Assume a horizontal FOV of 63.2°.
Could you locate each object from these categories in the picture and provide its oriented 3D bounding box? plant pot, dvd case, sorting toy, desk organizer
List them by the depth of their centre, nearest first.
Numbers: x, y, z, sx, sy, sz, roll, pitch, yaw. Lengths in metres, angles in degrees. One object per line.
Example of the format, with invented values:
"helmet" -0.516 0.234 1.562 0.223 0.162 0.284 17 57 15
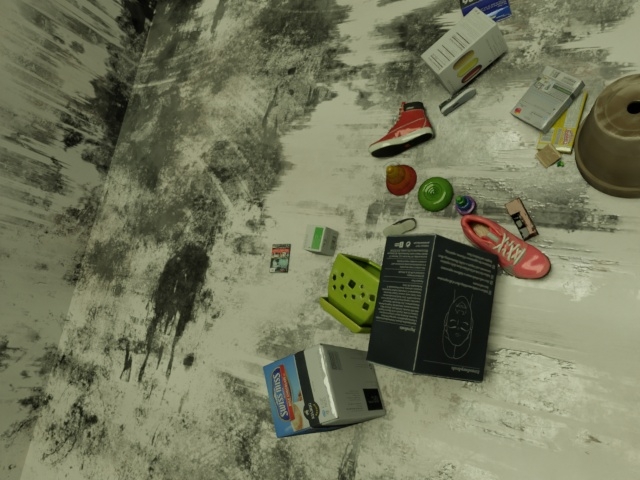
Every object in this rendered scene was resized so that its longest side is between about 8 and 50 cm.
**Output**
"plant pot" 0.871 -0.310 1.446 0.323 0.280 0.323 -10 71 29
"desk organizer" 0.638 -0.067 1.652 0.050 0.047 0.130 -29 63 23
"sorting toy" 0.735 -0.261 1.659 0.083 0.012 0.062 54 129 10
"plant pot" 0.147 0.191 1.770 0.227 0.228 0.207 34 100 33
"sorting toy" 0.359 -0.187 1.805 0.366 0.126 0.127 29 92 34
"dvd case" -0.163 0.072 2.107 0.087 0.013 0.119 -3 74 30

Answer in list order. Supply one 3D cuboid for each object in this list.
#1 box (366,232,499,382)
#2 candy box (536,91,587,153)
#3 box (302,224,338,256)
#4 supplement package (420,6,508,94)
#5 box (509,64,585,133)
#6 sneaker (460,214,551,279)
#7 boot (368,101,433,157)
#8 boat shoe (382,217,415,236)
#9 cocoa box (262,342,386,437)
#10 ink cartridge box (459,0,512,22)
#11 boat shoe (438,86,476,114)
"box" 0.341 0.203 1.570 0.212 0.294 0.395 -3 74 56
"candy box" 0.775 -0.381 1.671 0.105 0.027 0.205 15 84 33
"box" 0.000 0.000 1.978 0.087 0.102 0.101 7 81 34
"supplement package" 0.506 -0.664 1.838 0.244 0.139 0.133 -40 50 16
"box" 0.731 -0.457 1.686 0.186 0.038 0.145 -53 45 13
"sneaker" 0.559 0.019 1.620 0.314 0.136 0.116 37 97 33
"boot" 0.282 -0.420 1.944 0.244 0.088 0.176 -20 66 16
"boat shoe" 0.282 -0.050 1.863 0.125 0.038 0.046 -25 107 29
"cocoa box" 0.018 0.487 1.681 0.228 0.347 0.231 -25 65 23
"ink cartridge box" 0.589 -0.945 1.924 0.165 0.065 0.332 -16 69 25
"boat shoe" 0.488 -0.508 1.867 0.142 0.049 0.040 -34 61 21
